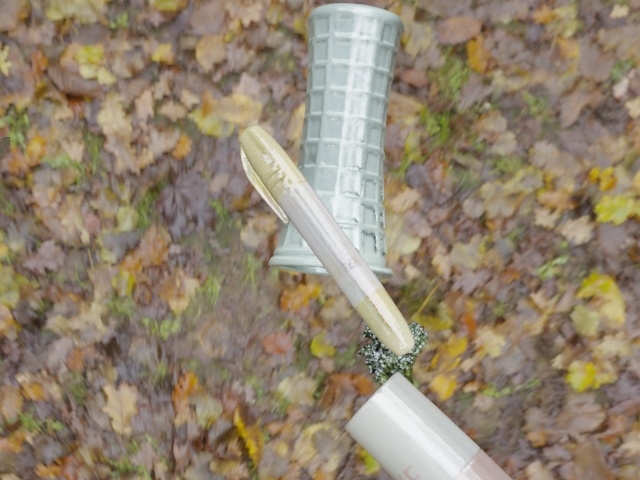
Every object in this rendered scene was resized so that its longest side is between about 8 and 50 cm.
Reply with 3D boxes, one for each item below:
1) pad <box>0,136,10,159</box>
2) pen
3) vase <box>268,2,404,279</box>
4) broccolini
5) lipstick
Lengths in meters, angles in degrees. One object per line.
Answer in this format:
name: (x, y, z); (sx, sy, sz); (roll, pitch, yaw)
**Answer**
pad: (-0.371, 0.053, 0.987); (0.055, 0.323, 0.250); (35, 117, -15)
pen: (0.000, 0.000, 0.987); (0.040, 0.032, 0.233); (-40, 71, 14)
vase: (0.028, -0.111, 1.381); (0.143, 0.143, 0.299); (7, 85, -5)
broccolini: (0.078, 0.169, 1.218); (0.067, 0.216, 0.058); (-14, 39, -11)
lipstick: (0.133, 0.222, 1.013); (0.254, 0.070, 0.070); (44, 74, 9)
